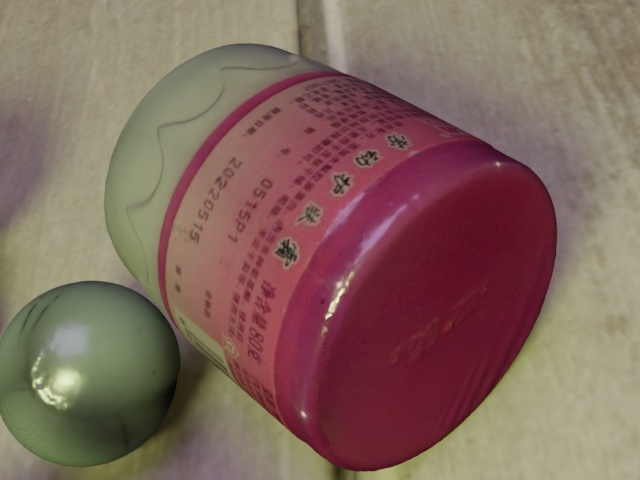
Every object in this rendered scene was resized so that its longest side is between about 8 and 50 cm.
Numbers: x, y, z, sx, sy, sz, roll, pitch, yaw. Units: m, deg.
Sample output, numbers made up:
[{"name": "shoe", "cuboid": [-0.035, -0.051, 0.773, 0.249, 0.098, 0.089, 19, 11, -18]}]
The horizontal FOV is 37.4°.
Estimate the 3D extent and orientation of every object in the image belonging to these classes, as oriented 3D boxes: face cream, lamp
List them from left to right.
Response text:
[{"name": "lamp", "cuboid": [-0.131, 0.075, 0.537, 0.105, 0.105, 0.105, -10, 45, 10]}, {"name": "face cream", "cuboid": [0.000, 0.000, 0.513, 0.175, 0.175, 0.195, -40, 49, -19]}]
